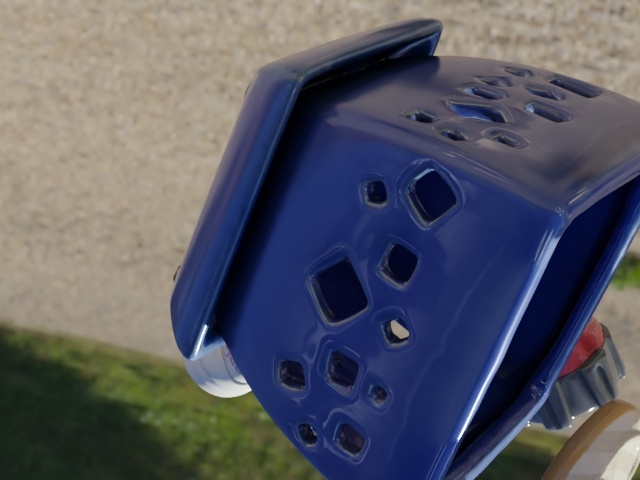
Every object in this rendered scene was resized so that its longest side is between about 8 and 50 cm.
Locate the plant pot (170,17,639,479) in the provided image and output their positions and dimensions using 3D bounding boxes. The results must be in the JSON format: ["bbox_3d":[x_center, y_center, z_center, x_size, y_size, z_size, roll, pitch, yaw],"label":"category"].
[{"bbox_3d":[0.055,-0.001,1.024,0.212,0.236,0.236,32,-152,18],"label":"plant pot"}]

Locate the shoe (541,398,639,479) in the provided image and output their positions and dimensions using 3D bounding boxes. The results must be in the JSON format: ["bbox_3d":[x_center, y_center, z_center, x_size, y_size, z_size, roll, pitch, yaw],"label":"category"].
[{"bbox_3d":[0.146,0.197,0.996,0.058,0.219,0.076,30,-166,28],"label":"shoe"}]

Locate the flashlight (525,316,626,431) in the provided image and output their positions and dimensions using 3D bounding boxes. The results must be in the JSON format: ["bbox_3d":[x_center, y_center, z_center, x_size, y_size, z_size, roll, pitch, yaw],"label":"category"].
[{"bbox_3d":[0.143,0.003,1.335,0.103,0.304,0.103,-24,-162,4],"label":"flashlight"}]

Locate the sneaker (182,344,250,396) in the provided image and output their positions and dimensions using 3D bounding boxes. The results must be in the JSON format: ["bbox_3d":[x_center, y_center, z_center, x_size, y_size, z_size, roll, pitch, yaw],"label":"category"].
[{"bbox_3d":[0.000,0.000,1.436,0.114,0.305,0.152,32,164,-14],"label":"sneaker"}]
